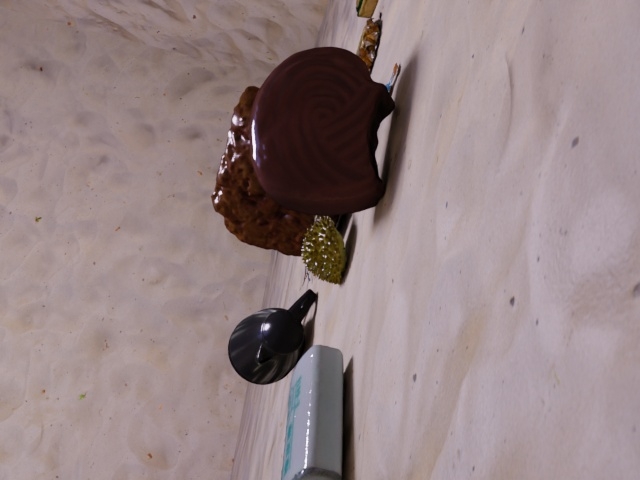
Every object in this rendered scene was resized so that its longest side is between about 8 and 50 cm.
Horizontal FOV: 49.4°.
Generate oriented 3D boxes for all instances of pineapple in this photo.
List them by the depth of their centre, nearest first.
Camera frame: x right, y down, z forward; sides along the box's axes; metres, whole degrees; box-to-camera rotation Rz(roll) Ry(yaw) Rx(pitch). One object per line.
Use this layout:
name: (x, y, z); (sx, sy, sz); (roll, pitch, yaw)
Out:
pineapple: (0.121, -0.521, 1.919); (0.221, 0.047, 0.221); (-166, 90, -83)

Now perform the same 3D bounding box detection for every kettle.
kettle: (-0.113, 0.274, 1.950); (0.208, 0.250, 0.271); (69, 155, 13)

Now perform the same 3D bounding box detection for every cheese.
cheese: (0.149, -0.335, 1.524); (0.047, 0.017, 0.111); (-92, 16, -50)

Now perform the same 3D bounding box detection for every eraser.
eraser: (-0.012, 0.358, 1.276); (0.290, 0.104, 0.189); (-87, 8, -53)

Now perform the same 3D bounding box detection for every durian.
durian: (0.000, 0.000, 1.617); (0.146, 0.102, 0.208); (116, 145, -68)

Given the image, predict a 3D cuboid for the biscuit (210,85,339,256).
biscuit: (-0.091, -0.152, 1.746); (0.166, 0.342, 0.395); (-70, -2, -51)

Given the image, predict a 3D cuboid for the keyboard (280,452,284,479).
keyboard: (-0.093, 0.605, 1.772); (0.061, 0.013, 0.205); (112, 167, -49)

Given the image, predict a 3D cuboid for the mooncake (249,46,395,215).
mooncake: (0.008, -0.207, 1.396); (0.326, 0.333, 0.174); (-48, -17, -6)

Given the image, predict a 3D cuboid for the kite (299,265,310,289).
kite: (-0.024, 0.014, 2.219); (0.169, 0.015, 0.310); (123, 162, -65)

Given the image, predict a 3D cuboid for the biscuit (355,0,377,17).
biscuit: (0.166, -0.844, 2.069); (0.288, 0.057, 0.344); (-86, 12, -48)
